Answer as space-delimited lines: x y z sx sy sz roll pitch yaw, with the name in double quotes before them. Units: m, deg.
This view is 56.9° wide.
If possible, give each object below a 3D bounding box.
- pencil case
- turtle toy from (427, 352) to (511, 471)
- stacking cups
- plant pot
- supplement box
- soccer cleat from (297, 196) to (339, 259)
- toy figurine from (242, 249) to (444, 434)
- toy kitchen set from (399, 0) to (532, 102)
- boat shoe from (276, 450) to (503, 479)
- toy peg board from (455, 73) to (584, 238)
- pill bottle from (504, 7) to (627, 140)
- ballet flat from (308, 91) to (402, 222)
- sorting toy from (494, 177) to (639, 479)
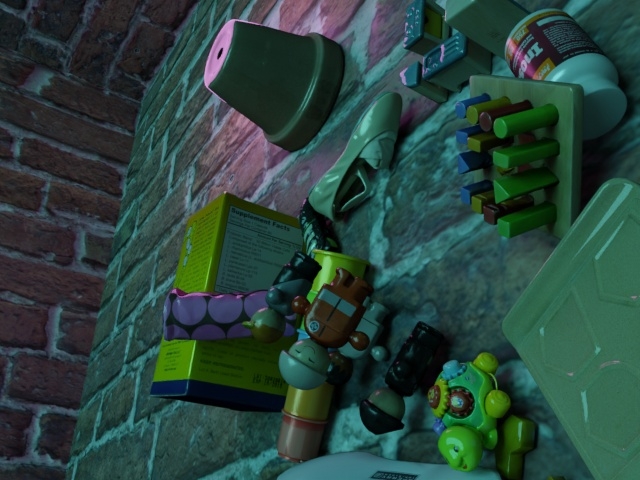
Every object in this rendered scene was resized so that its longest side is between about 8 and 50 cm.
"pencil case" -0.138 0.111 0.924 0.098 0.209 0.095 -109 22 -63
"turtle toy" 0.150 0.181 0.621 0.130 0.066 0.095 -90 14 -52
"stacking cups" 0.003 0.177 0.911 0.096 0.095 0.317 5 83 60
"plant pot" -0.115 -0.350 1.261 0.263 0.229 0.263 -35 46 47
"supplement box" -0.161 0.123 1.097 0.195 0.194 0.357 -22 55 54
"soccer cleat" 0.000 0.000 1.042 0.072 0.060 0.179 -24 60 41
"toy figurine" 0.024 0.128 0.756 0.148 0.213 0.209 -59 29 -6
"toy kitchen set" 0.185 -0.318 0.832 0.207 0.122 0.166 -23 54 53
"boat shoe" 0.072 0.304 0.655 0.301 0.108 0.102 -13 90 39
"toy peg board" 0.195 -0.089 0.647 0.160 0.079 0.161 -142 39 -59
"pill bottle" 0.268 -0.182 0.647 0.086 0.086 0.152 -50 35 34
"ballet flat" 0.072 -0.127 0.979 0.248 0.086 0.086 -53 34 32
"sorting toy" 0.257 0.122 0.546 0.307 0.041 0.229 -64 26 27
